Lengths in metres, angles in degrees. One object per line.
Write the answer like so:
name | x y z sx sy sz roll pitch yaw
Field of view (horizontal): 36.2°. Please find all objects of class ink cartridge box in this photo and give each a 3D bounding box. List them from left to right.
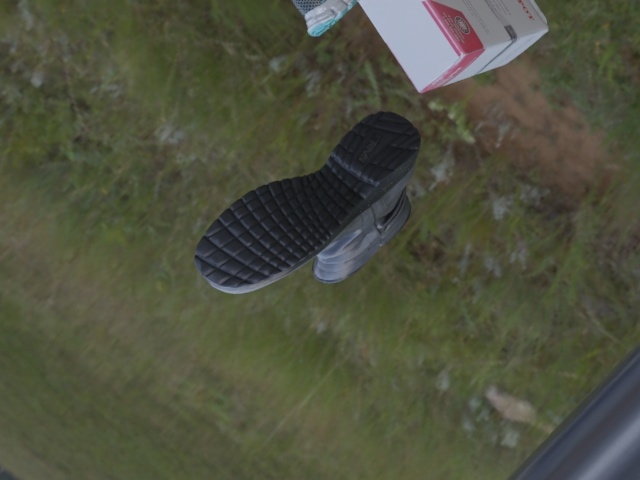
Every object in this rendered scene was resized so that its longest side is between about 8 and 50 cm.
ink cartridge box | 0.169 -0.290 1.234 0.092 0.218 0.159 -39 81 45

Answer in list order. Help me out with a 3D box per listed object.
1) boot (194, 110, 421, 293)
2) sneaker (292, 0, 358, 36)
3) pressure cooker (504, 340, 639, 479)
boot | 0.000 0.000 1.266 0.118 0.338 0.223 49 161 24
sneaker | 0.026 -0.272 0.942 0.076 0.166 0.065 47 151 -10
pressure cooker | 0.254 0.285 0.655 0.370 0.420 0.375 44 -177 34
